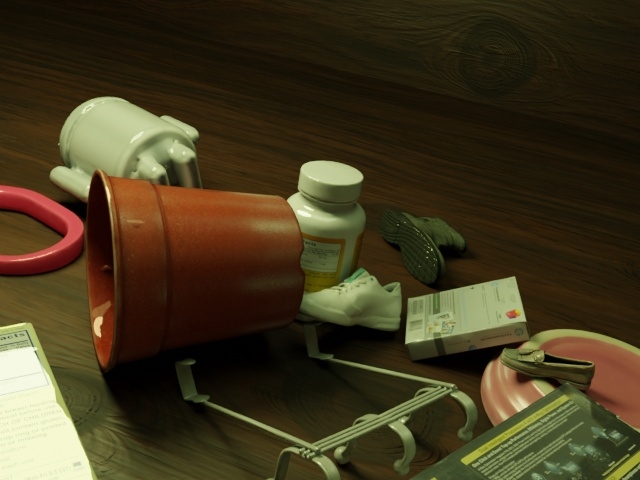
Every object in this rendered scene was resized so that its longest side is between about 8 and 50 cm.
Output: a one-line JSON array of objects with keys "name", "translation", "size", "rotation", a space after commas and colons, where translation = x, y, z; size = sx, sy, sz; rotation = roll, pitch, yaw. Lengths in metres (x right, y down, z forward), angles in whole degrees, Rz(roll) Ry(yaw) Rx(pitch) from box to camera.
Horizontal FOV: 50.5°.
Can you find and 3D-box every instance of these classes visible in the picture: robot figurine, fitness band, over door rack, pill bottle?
[{"name": "robot figurine", "translation": [-0.394, -0.172, 1.386], "size": [0.353, 0.199, 0.300], "rotation": [30, 47, 34]}, {"name": "fitness band", "translation": [-0.556, -0.024, 1.209], "size": [0.291, 0.054, 0.209], "rotation": [26, 28, 29]}, {"name": "over door rack", "translation": [0.000, 0.217, 0.870], "size": [0.240, 0.108, 0.324], "rotation": [-12, 19, -37]}, {"name": "pill bottle", "translation": [0.000, 0.000, 1.122], "size": [0.136, 0.245, 0.136], "rotation": [8, 26, -4]}]

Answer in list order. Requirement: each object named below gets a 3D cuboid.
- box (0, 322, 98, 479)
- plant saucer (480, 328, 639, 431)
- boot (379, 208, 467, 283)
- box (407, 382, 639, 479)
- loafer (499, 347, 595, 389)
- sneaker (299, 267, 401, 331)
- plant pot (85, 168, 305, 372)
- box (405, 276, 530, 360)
[{"name": "box", "translation": [-0.285, 0.232, 0.596], "size": [0.117, 0.213, 0.243], "rotation": [-8, 32, -33]}, {"name": "plant saucer", "translation": [0.405, 0.231, 0.983], "size": [0.332, 0.084, 0.332], "rotation": [8, 26, -4]}, {"name": "boot", "translation": [0.238, 0.005, 1.390], "size": [0.161, 0.083, 0.246], "rotation": [5, 27, -23]}, {"name": "box", "translation": [0.250, 0.309, 0.624], "size": [0.395, 0.097, 0.318], "rotation": [-14, 38, -41]}, {"name": "loafer", "translation": [0.314, 0.167, 0.939], "size": [0.125, 0.039, 0.045], "rotation": [16, 27, 12]}, {"name": "sneaker", "translation": [0.046, 0.088, 1.076], "size": [0.212, 0.094, 0.080], "rotation": [11, 1, -40]}, {"name": "plant pot", "translation": [-0.179, 0.037, 0.967], "size": [0.265, 0.272, 0.272], "rotation": [-2, 28, -25]}, {"name": "box", "translation": [0.234, 0.125, 1.101], "size": [0.186, 0.038, 0.145], "rotation": [-15, 22, 15]}]
